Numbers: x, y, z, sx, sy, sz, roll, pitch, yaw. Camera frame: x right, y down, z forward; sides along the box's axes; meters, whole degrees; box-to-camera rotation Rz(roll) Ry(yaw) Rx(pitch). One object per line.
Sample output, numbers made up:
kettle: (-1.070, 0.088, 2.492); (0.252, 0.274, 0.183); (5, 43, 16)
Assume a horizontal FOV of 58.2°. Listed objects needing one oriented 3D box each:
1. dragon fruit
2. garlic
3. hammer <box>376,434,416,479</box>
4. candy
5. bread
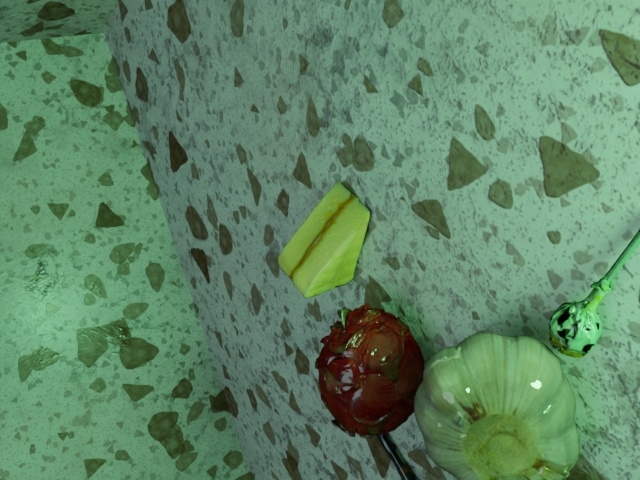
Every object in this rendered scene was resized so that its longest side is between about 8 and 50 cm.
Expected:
dragon fruit: (0.122, 0.326, 1.420); (0.277, 0.277, 0.342); (-15, 92, 59)
garlic: (0.327, 0.323, 1.088); (0.241, 0.322, 0.322); (158, 93, -84)
hammer: (0.222, 0.632, 1.650); (0.290, 0.037, 0.137); (56, 147, 24)
candy: (0.468, 0.074, 0.937); (0.091, 0.083, 0.305); (-89, 14, -53)
bread: (0.002, -0.003, 1.523); (0.167, 0.163, 0.264); (47, 141, 35)
